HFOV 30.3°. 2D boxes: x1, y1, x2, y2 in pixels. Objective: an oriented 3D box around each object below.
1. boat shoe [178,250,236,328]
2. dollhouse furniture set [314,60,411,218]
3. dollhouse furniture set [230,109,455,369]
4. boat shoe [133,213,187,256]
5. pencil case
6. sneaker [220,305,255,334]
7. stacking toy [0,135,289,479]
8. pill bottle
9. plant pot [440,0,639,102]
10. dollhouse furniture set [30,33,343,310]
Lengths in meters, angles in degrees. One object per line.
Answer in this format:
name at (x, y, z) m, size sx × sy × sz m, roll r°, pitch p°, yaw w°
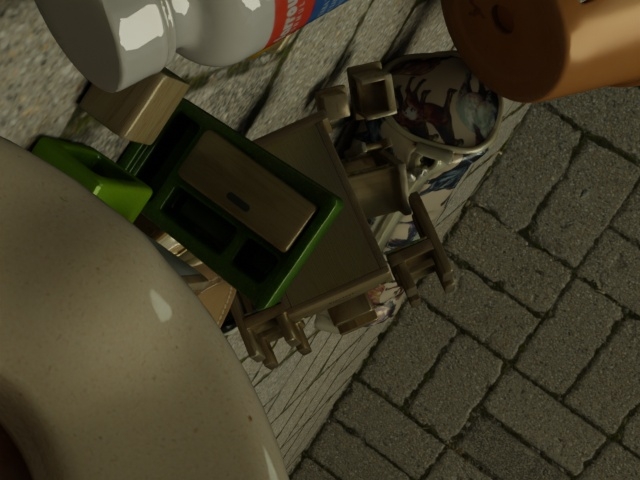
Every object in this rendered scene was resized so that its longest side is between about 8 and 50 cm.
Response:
boat shoe at (-0.153, 0.146, 1.120) m, size 0.121 × 0.110 × 0.341 m, roll -13°, pitch 143°, yaw -47°
dollhouse furniture set at (-0.015, -0.094, 1.243) m, size 0.182 × 0.161 × 0.101 m, roll -14°, pitch -160°, yaw -12°
dollhouse furniture set at (0.000, 0.000, 1.146) m, size 0.212 × 0.161 × 0.242 m, roll -24°, pitch 166°, yaw 1°
boat shoe at (-0.125, -0.016, 0.950) m, size 0.170 × 0.063 × 0.059 m, roll -32°, pitch 161°, yaw -41°
pencil case at (0.085, -0.047, 1.495) m, size 0.183 × 0.160 × 0.410 m, roll -57°, pitch 174°, yaw -41°
sneaker at (-0.080, 0.043, 1.323) m, size 0.170 × 0.063 × 0.075 m, roll -51°, pitch 177°, yaw 14°
stacking toy at (-0.271, 0.190, 0.520) m, size 0.480 × 0.350 × 0.350 m, roll -38°, pitch 180°, yaw 34°
pill bottle at (-0.036, -0.165, 0.610) m, size 0.221 × 0.124 × 0.124 m, roll -34°, pitch 163°, yaw -23°
plant pot at (0.274, -0.283, 1.330) m, size 0.203 × 0.291 × 0.291 m, roll -31°, pitch 161°, yaw -25°
dollhouse furniture set at (-0.029, -0.115, 0.781) m, size 0.301 × 0.151 × 0.197 m, roll -55°, pitch 170°, yaw 7°
